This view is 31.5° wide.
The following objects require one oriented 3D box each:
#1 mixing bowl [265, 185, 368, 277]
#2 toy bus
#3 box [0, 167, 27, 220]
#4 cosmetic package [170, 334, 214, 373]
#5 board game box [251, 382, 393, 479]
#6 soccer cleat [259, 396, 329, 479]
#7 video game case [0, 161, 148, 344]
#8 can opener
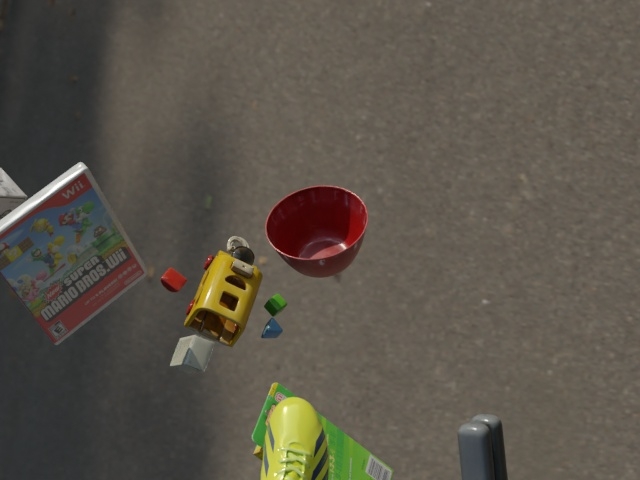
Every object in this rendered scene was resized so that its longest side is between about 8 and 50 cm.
[{"bbox_3d":[0.000,0.000,2.002,0.098,0.181,0.181,78,168,-45],"label":"mixing bowl"},{"bbox_3d":[-0.148,0.073,1.897,0.202,0.191,0.104,61,144,17],"label":"toy bus"},{"bbox_3d":[-0.719,-0.013,2.178,0.087,0.169,0.290,46,101,10],"label":"box"},{"bbox_3d":[-0.234,0.208,2.064,0.115,0.041,0.060,-17,51,69],"label":"cosmetic package"},{"bbox_3d":[0.001,0.341,1.774,0.039,0.259,0.124,-34,23,39],"label":"board game box"},{"bbox_3d":[-0.046,0.344,1.490,0.121,0.093,0.289,71,-154,-69],"label":"soccer cleat"},{"bbox_3d":[-0.412,0.028,1.851,0.204,0.285,0.025,-39,52,-15],"label":"video game case"},{"bbox_3d":[0.208,0.378,1.549,0.095,0.076,0.283,-1,100,34],"label":"can opener"}]
